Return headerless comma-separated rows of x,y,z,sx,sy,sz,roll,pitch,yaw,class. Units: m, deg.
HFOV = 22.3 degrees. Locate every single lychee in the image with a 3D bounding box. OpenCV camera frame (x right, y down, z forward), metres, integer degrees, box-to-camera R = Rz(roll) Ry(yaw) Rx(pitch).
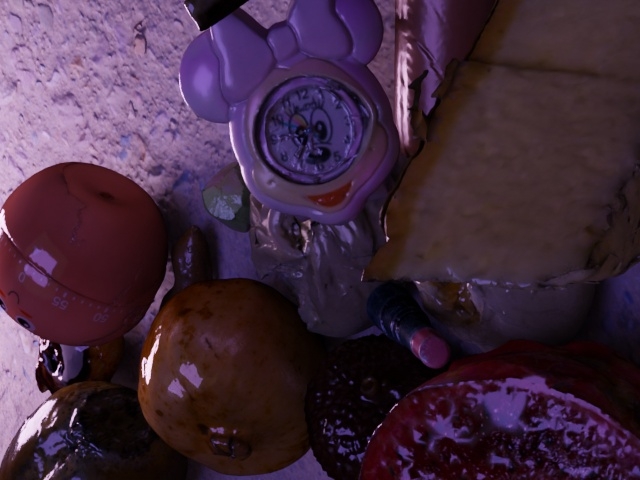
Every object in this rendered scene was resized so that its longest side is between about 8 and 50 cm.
0.071,0.194,1.788,0.194,0.194,0.194,19,118,42,lychee

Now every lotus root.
-0.314,0.337,2.215,0.250,0.250,0.346,49,136,22,lotus root

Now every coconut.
-0.095,-0.054,1.953,0.082,0.081,0.083,-33,60,19,coconut

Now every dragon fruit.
0.235,0.259,1.598,0.370,0.249,0.386,11,117,27,dragon fruit

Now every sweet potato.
-0.174,0.073,2.104,0.065,0.051,0.218,37,129,28,sweet potato

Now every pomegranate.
-0.100,0.164,1.921,0.248,0.248,0.248,19,118,42,pomegranate

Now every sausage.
0.133,-0.223,1.613,0.121,0.121,0.304,17,115,42,sausage

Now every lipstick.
0.093,0.095,1.682,0.234,0.053,0.053,-128,29,-76,lipstick

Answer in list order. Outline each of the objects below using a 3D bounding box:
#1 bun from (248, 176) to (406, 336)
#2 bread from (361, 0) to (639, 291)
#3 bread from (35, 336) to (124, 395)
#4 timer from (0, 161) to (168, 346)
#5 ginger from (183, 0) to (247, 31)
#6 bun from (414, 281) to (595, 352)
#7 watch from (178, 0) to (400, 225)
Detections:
0.000,0.000,1.841,0.210,0.116,0.237,16,113,42,bun
0.193,-0.107,1.425,0.248,0.315,0.279,9,102,23,bread
-0.341,0.168,2.299,0.139,0.095,0.269,55,150,21,bread
-0.313,0.020,2.098,0.229,0.229,0.215,42,118,29,timer
-0.020,-0.390,1.517,0.413,0.358,0.211,-12,122,43,ginger
0.170,0.033,1.663,0.222,0.127,0.222,18,117,41,bun
-0.017,-0.140,1.668,0.210,0.217,0.248,-17,96,7,watch
